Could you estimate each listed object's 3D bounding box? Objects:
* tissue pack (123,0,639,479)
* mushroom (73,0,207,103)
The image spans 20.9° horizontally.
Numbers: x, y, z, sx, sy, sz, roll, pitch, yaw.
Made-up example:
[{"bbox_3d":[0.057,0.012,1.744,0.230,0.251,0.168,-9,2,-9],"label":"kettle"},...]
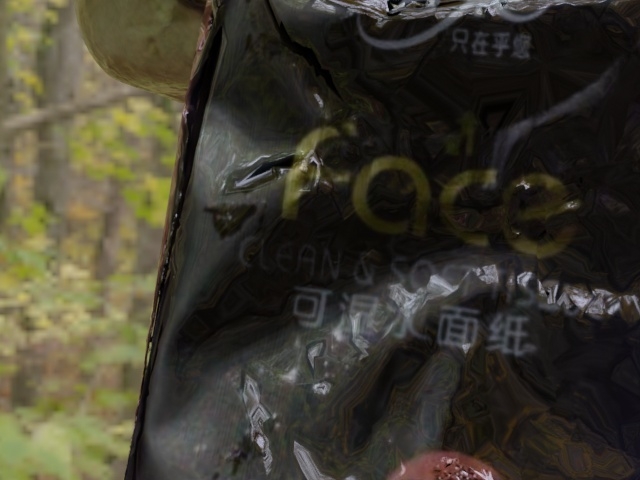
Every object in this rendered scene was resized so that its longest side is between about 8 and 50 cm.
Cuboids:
[{"bbox_3d":[0.047,0.010,0.781,0.245,0.332,0.123,10,-10,8],"label":"tissue pack"},{"bbox_3d":[-0.128,-0.202,1.503,0.189,0.164,0.267,-18,55,-47],"label":"mushroom"}]
